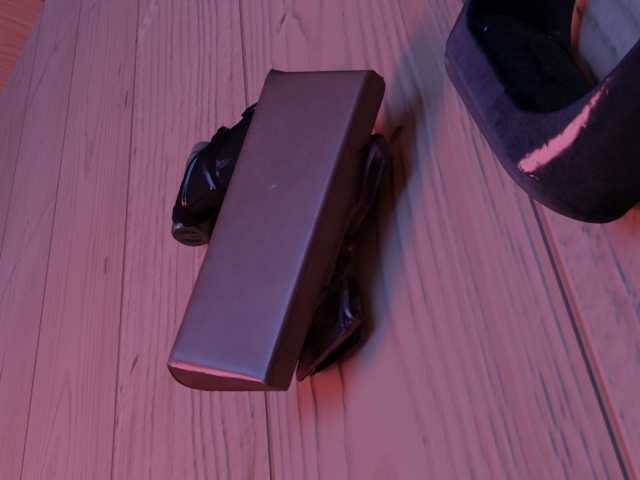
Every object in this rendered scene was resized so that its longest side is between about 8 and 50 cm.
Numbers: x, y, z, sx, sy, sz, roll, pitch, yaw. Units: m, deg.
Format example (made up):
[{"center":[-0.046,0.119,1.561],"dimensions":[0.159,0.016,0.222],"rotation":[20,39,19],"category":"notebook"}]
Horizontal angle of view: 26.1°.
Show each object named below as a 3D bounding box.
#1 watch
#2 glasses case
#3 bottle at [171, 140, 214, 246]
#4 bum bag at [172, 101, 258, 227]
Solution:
[{"center":[0.125,-0.115,0.538],"dimensions":[0.193,0.068,0.206],"rotation":[-61,20,23],"category":"watch"},{"center":[0.000,0.000,0.767],"dimensions":[0.102,0.070,0.193],"rotation":[4,70,40],"category":"glasses case"},{"center":[-0.094,-0.037,1.071],"dimensions":[0.030,0.030,0.083],"rotation":[-42,32,51],"category":"bottle"},{"center":[-0.054,-0.056,0.969],"dimensions":[0.087,0.049,0.198],"rotation":[-54,14,-24],"category":"bum bag"}]
